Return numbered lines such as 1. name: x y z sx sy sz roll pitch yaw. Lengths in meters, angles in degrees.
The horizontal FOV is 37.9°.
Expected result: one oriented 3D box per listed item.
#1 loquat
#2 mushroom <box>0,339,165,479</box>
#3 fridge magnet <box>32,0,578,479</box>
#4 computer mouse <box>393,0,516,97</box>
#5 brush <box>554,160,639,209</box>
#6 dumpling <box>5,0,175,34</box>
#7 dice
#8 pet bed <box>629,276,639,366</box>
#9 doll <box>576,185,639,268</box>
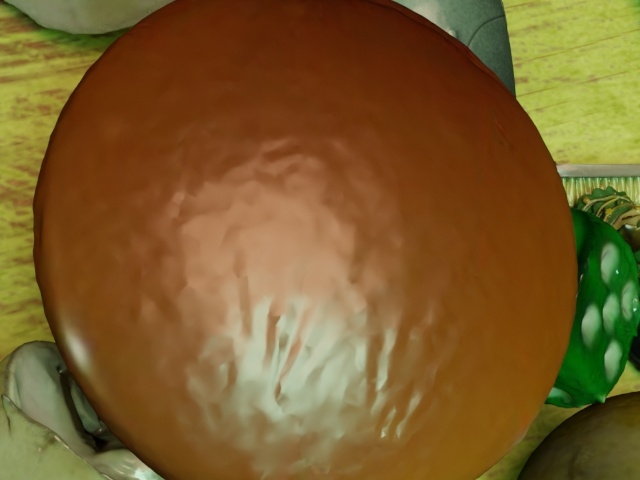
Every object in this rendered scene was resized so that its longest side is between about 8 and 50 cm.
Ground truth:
1. loquat: 0.243 0.211 0.710 0.227 0.179 0.179 -17 79 -29
2. mushroom: -0.142 0.195 0.615 0.254 0.195 0.189 41 100 -8
3. fridge magnet: 0.000 0.000 0.610 0.363 0.155 0.363 5 74 -19
4. computer mouse: 0.106 -0.148 0.829 0.167 0.090 0.379 -8 77 -17
5. brush: 0.327 -0.049 0.880 0.313 0.072 0.067 -4 100 -18
6. dumpling: -0.186 -0.299 0.766 0.293 0.204 0.163 28 36 10
7. dice: 0.174 0.054 0.742 0.120 0.128 0.131 45 59 -39
8. pet bed: 0.380 0.051 0.779 0.183 0.211 0.159 41 64 0
9. doll: 0.257 0.008 0.779 0.078 0.113 0.076 11 110 -18
